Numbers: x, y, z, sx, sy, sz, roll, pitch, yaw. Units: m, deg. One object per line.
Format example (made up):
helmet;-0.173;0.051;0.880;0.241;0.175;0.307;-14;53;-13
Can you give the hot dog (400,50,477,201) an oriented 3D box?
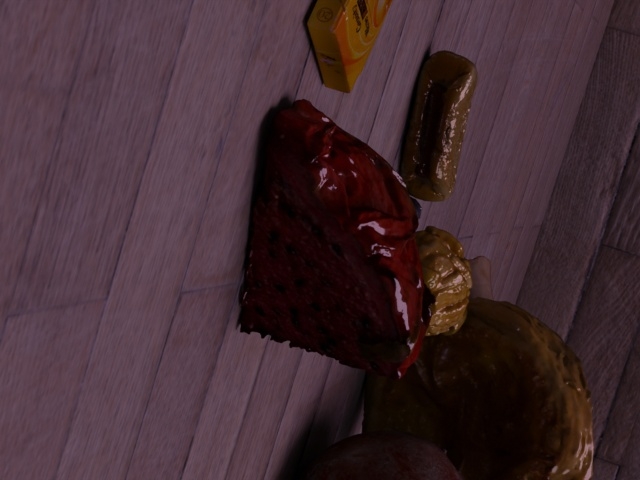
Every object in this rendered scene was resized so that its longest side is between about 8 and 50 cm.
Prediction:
hot dog;0.172;-0.163;2.021;0.073;0.084;0.242;-39;145;-55

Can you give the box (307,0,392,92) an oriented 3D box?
box;0.062;-0.318;1.548;0.152;0.043;0.269;65;45;-68

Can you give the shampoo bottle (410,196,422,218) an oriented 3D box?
shampoo bottle;0.092;-0.002;1.996;0.233;0.049;0.087;-47;154;-55

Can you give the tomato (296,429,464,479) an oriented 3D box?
tomato;0.095;0.446;2.044;0.283;0.317;0.316;-1;115;-33

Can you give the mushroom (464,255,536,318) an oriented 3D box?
mushroom;0.297;0.163;2.525;0.292;0.293;0.290;81;15;-59

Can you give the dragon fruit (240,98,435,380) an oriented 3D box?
dragon fruit;0.000;0.000;1.524;0.240;0.302;0.330;-32;133;-14

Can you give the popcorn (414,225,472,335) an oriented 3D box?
popcorn;0.158;0.079;2.120;0.140;0.163;0.194;-23;167;-33

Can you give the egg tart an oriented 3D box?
egg tart;0.271;0.309;2.222;0.178;0.443;0.443;9;100;-52
